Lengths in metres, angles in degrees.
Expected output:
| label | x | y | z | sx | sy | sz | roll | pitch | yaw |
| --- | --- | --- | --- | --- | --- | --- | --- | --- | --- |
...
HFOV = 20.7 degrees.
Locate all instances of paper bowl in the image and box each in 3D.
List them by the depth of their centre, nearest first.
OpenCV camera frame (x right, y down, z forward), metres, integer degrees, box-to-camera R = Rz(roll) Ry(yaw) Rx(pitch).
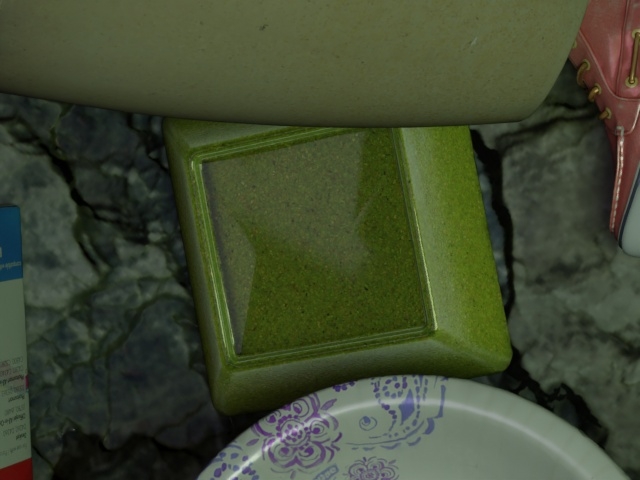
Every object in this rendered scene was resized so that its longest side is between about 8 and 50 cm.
| label | x | y | z | sx | sy | sz | roll | pitch | yaw |
| --- | --- | --- | --- | --- | --- | --- | --- | --- | --- |
| paper bowl | 0.053 | 0.223 | 0.918 | 0.284 | 0.148 | 0.284 | -4 | 68 | 10 |

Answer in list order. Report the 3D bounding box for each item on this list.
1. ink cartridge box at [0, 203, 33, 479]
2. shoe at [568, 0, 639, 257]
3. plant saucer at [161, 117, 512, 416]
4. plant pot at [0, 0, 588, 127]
| label | x | y | z | sx | sy | sz | roll | pitch | yaw |
| --- | --- | --- | --- | --- | --- | --- | --- | --- | --- |
| ink cartridge box | -0.256 | 0.095 | 1.082 | 0.134 | 0.078 | 0.231 | -2 | 93 | 19 |
| shoe | 0.164 | -0.084 | 0.941 | 0.081 | 0.063 | 0.178 | 14 | 92 | 19 |
| plant saucer | 0.000 | 0.000 | 1.007 | 0.188 | 0.045 | 0.188 | -11 | 90 | 19 |
| plant pot | -0.005 | -0.162 | 0.901 | 0.274 | 0.256 | 0.256 | 16 | 99 | -9 |
